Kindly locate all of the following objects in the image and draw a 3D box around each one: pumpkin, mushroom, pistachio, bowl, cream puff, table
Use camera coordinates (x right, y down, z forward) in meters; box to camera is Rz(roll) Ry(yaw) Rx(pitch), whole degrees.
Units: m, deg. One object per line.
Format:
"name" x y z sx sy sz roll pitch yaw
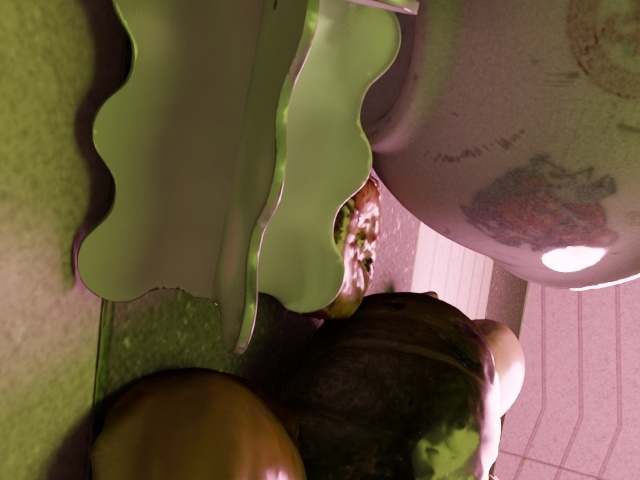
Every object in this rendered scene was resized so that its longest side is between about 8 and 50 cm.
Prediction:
"pumpkin" 0.089 0.169 0.675 0.325 0.242 0.232 69 42 -74
"mushroom" 0.156 0.159 0.952 0.204 0.204 0.204 10 90 -67
"pistachio" -0.076 0.161 0.471 0.165 0.130 0.210 55 30 -5
"bowl" 0.120 -0.168 0.585 0.195 0.435 0.435 -3 107 -24
"cream puff" 0.000 0.000 0.613 0.149 0.084 0.149 11 90 -72
"table" -0.045 -0.051 0.414 0.166 0.166 0.198 -21 126 -63
